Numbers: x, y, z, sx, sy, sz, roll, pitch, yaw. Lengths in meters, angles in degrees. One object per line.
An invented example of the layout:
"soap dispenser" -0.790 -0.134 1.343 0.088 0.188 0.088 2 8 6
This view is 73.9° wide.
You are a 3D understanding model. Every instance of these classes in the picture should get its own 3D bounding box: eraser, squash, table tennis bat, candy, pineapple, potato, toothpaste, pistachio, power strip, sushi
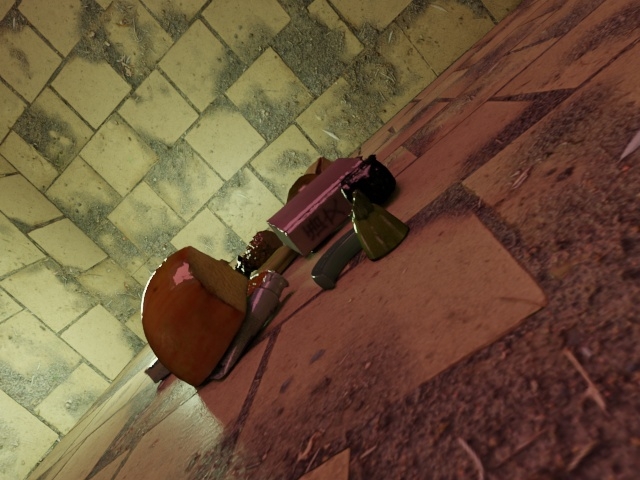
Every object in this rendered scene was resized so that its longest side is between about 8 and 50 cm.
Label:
"eraser" 0.010 -0.123 1.428 0.359 0.122 0.272 -42 20 -10
"squash" 0.094 -0.041 0.838 0.105 0.132 0.105 -40 12 10
"table tennis bat" 0.000 0.000 1.389 0.087 0.013 0.156 -42 11 12
"candy" -0.551 0.436 1.538 0.160 0.073 0.092 -41 6 17
"pineapple" -0.288 0.086 1.848 0.310 0.141 0.170 -46 12 29
"potato" -0.060 -0.138 1.703 0.299 0.196 0.246 -46 9 -5
"toothpaste" -0.179 0.214 1.062 0.114 0.073 0.299 -25 29 57
"pistachio" 0.007 -0.288 2.062 0.194 0.213 0.318 -3 23 6
"power strip" 0.057 0.024 0.971 0.216 0.044 0.137 -48 10 -23
"sushi" 0.139 -0.159 1.192 0.127 0.124 0.225 -39 5 19

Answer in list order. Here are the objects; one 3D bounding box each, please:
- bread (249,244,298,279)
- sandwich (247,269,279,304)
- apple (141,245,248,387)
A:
"bread" -0.161 0.088 1.509 0.178 0.060 0.139 -48 12 -30
"sandwich" -0.193 0.162 1.310 0.159 0.079 0.235 -35 11 -18
"apple" -0.329 0.208 1.109 0.309 0.314 0.252 -53 -26 11
